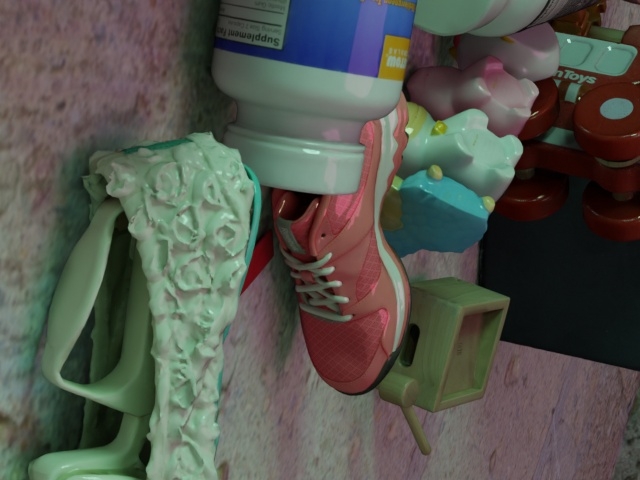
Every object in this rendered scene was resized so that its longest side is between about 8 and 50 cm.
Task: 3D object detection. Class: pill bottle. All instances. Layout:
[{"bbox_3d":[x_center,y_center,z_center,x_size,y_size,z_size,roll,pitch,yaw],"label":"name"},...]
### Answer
[{"bbox_3d":[-0.002,-0.178,1.137,0.152,0.152,0.272,-10,111,-66],"label":"pill bottle"},{"bbox_3d":[0.196,-0.296,1.494,0.278,0.162,0.162,-24,125,-47],"label":"pill bottle"}]

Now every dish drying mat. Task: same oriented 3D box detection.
[{"bbox_3d":[-0.063,0.024,1.292,0.083,0.008,0.032,-52,148,-46],"label":"dish drying mat"}]

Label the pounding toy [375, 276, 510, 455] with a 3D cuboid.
[{"bbox_3d":[0.109,0.143,1.662,0.206,0.094,0.181,-5,112,-57],"label":"pounding toy"}]

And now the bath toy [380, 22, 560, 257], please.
[{"bbox_3d":[0.144,-0.126,1.546,0.129,0.151,0.348,-50,-173,47],"label":"bath toy"}]

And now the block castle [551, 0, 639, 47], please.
[{"bbox_3d":[0.453,-0.468,1.962,0.453,0.213,0.303,-69,156,-16],"label":"block castle"}]

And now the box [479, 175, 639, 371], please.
[{"bbox_3d":[0.522,-0.043,2.013,0.472,0.480,0.297,-45,140,-52],"label":"box"}]

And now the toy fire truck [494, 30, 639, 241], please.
[{"bbox_3d":[0.331,-0.152,1.748,0.254,0.302,0.169,-56,145,-33],"label":"toy fire truck"}]

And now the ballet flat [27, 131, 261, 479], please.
[{"bbox_3d":[-0.143,0.121,1.046,0.147,0.147,0.409,-5,104,-66],"label":"ballet flat"}]

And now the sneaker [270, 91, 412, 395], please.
[{"bbox_3d":[-0.001,0.000,1.330,0.136,0.116,0.314,-22,116,-51],"label":"sneaker"}]
